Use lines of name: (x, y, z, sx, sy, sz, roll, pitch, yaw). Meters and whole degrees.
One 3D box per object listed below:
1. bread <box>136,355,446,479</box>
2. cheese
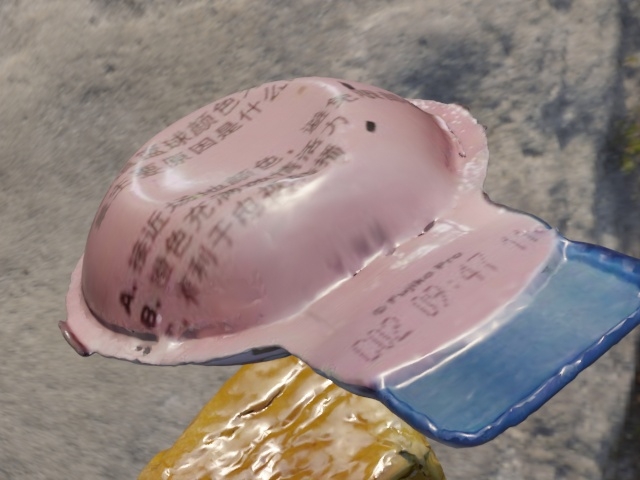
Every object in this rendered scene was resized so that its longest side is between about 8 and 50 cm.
bread: (-0.012, 0.154, 0.792, 0.158, 0.143, 0.149, -39, 142, -19)
cheese: (0.000, 0.000, 0.499, 0.189, 0.286, 0.074, -37, 122, -20)
